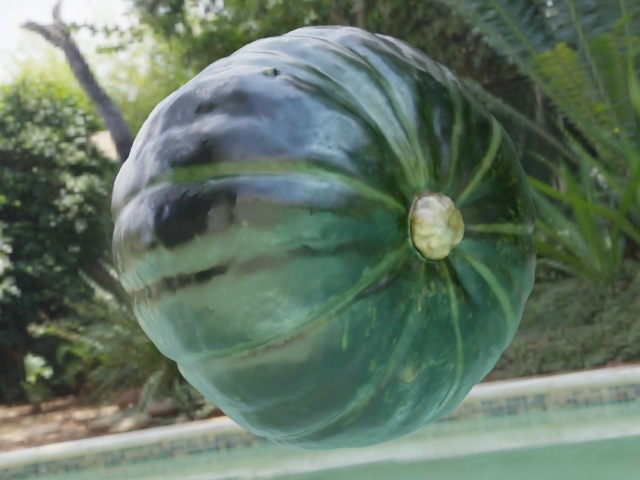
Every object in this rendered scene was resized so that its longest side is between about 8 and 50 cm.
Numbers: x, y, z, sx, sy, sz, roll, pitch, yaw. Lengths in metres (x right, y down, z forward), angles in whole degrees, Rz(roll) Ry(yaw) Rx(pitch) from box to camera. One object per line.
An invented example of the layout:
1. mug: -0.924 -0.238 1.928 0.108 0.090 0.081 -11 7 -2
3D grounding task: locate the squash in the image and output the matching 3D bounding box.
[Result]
1. squash: 0.004 -0.002 0.547 0.218 0.218 0.172 -3 11 -41
